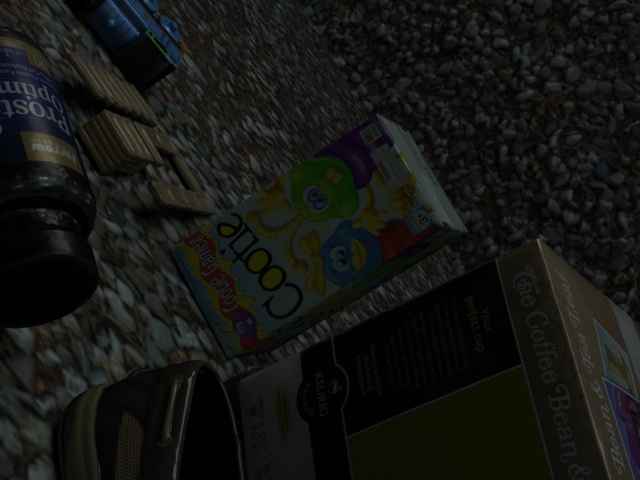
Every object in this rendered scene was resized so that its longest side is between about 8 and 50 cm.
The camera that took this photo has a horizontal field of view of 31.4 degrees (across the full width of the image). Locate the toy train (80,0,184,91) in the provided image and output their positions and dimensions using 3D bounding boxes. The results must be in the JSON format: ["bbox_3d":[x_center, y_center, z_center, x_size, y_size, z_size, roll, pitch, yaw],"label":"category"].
[{"bbox_3d":[-0.249,-0.284,1.459,0.184,0.080,0.105,51,21,-24],"label":"toy train"}]

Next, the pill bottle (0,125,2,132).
[{"bbox_3d":[-0.344,-0.144,0.559,0.363,0.210,0.210,53,15,-17],"label":"pill bottle"}]

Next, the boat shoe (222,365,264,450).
[{"bbox_3d":[-0.038,0.179,1.169,0.081,0.068,0.228,63,15,23],"label":"boat shoe"}]

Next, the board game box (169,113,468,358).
[{"bbox_3d":[0.000,0.000,1.260,0.144,0.275,0.142,60,14,10],"label":"board game box"}]

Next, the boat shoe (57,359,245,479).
[{"bbox_3d":[-0.088,0.224,0.774,0.132,0.130,0.355,40,22,-50],"label":"boat shoe"}]

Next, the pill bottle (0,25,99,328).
[{"bbox_3d":[-0.242,-0.048,0.869,0.123,0.123,0.219,35,26,-57],"label":"pill bottle"}]

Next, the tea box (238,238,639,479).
[{"bbox_3d":[0.131,0.233,0.954,0.220,0.323,0.329,32,39,-45],"label":"tea box"}]

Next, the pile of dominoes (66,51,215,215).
[{"bbox_3d":[-0.215,-0.109,1.318,0.196,0.040,0.251,58,6,6],"label":"pile of dominoes"}]
